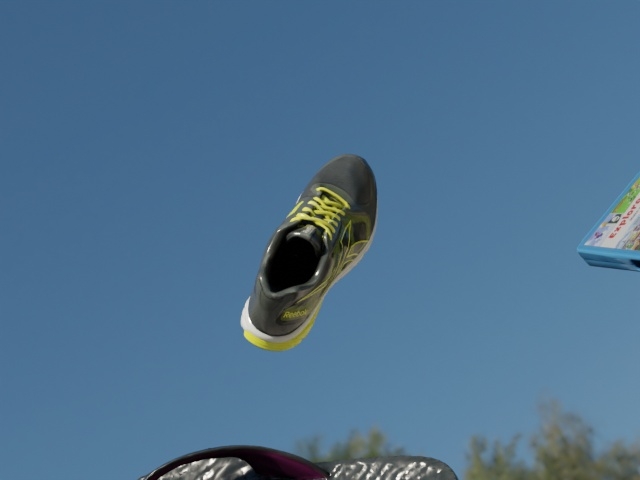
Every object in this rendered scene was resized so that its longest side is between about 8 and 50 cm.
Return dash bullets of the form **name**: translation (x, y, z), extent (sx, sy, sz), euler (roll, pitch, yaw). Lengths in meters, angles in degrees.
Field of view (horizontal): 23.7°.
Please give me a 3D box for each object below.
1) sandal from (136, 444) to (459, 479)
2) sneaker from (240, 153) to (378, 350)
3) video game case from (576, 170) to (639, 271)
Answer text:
- **sandal**: translation (-0.072, 0.249, 1.421), extent (0.446, 0.167, 0.107), euler (-12, -49, 32)
- **sneaker**: translation (0.000, 0.000, 0.534), extent (0.035, 0.031, 0.083), euler (103, -169, -60)
- **video game case**: translation (0.209, -0.028, 0.727), extent (0.119, 0.015, 0.166), euler (-49, 22, -15)
